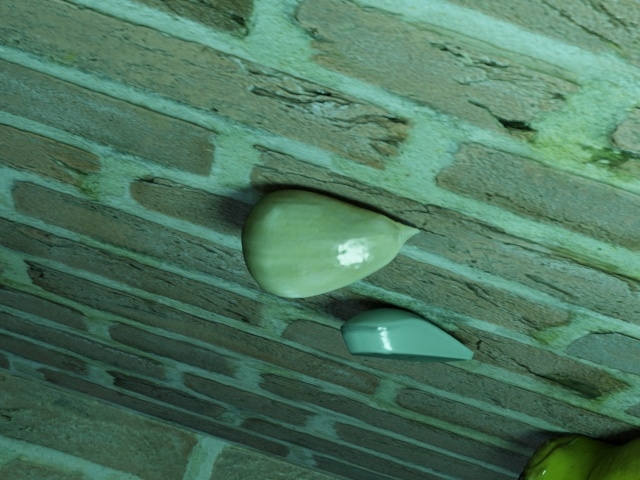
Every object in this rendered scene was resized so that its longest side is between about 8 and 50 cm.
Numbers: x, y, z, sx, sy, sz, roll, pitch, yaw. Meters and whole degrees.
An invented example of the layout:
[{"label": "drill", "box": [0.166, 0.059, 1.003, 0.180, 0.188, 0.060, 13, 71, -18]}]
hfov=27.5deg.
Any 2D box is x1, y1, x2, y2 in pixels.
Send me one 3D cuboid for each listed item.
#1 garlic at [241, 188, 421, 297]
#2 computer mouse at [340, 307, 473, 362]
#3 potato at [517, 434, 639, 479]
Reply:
[{"label": "garlic", "box": [-0.004, 0.001, 1.758, 0.245, 0.145, 0.164, -1, -176, 36]}, {"label": "computer mouse", "box": [0.136, 0.153, 2.070, 0.231, 0.079, 0.128, 14, 168, -40]}, {"label": "potato", "box": [0.560, 0.419, 2.275, 0.397, 0.290, 0.296, 47, 143, 36]}]
